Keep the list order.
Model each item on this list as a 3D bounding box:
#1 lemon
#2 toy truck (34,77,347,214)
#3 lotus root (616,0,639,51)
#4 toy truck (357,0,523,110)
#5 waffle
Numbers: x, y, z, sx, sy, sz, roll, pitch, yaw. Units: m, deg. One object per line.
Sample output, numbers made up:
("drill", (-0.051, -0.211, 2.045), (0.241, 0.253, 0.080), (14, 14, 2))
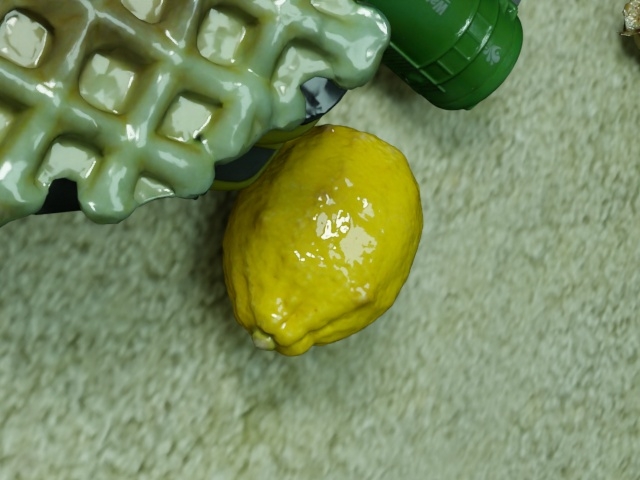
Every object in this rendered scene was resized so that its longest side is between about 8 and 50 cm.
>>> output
("lemon", (0.000, 0.000, 1.172), (0.114, 0.114, 0.155), (40, 61, -32))
("toy truck", (-0.101, -0.086, 1.090), (0.224, 0.147, 0.165), (7, 112, -40))
("lotus root", (0.270, -0.155, 1.435), (0.150, 0.062, 0.073), (7, 85, -41))
("toy truck", (0.036, -0.188, 1.217), (0.242, 0.101, 0.125), (39, 69, -33))
("waffle", (-0.109, -0.167, 0.934), (0.292, 0.056, 0.309), (-27, 101, -19))
